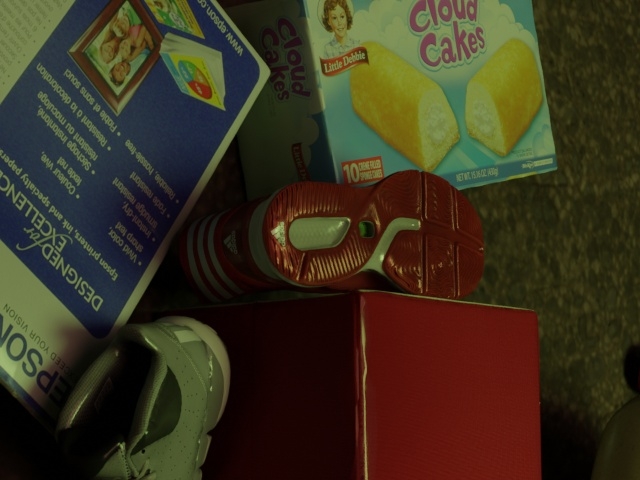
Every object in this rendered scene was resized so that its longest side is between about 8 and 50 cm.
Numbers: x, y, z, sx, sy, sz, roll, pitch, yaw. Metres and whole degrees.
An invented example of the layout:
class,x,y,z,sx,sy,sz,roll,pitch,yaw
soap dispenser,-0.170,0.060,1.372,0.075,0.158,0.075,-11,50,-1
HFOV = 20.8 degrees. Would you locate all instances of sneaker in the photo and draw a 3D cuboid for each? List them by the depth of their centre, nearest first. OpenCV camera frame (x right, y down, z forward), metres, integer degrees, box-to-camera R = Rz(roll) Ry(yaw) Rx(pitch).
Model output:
class,x,y,z,sx,sy,sz,roll,pitch,yaw
sneaker,-0.120,0.153,1.004,0.132,0.086,0.228,19,77,-71
sneaker,0.000,0.000,1.127,0.221,0.128,0.087,10,78,-48

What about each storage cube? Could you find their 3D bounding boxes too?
class,x,y,z,sx,sy,sz,roll,pitch,yaw
storage cube,0.018,0.139,1.125,0.215,0.184,0.193,10,77,-47

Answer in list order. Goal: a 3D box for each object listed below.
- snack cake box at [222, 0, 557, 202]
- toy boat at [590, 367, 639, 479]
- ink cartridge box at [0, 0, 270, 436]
class,x,y,z,sx,sy,sz,roll,pitch,yaw
snack cake box,0.055,-0.106,1.271,0.264,0.089,0.152,-13,95,-48
toy boat,0.309,0.196,1.429,0.318,0.148,0.267,-59,154,-47
ink cartridge box,-0.190,-0.096,1.018,0.303,0.072,0.307,52,52,-33
